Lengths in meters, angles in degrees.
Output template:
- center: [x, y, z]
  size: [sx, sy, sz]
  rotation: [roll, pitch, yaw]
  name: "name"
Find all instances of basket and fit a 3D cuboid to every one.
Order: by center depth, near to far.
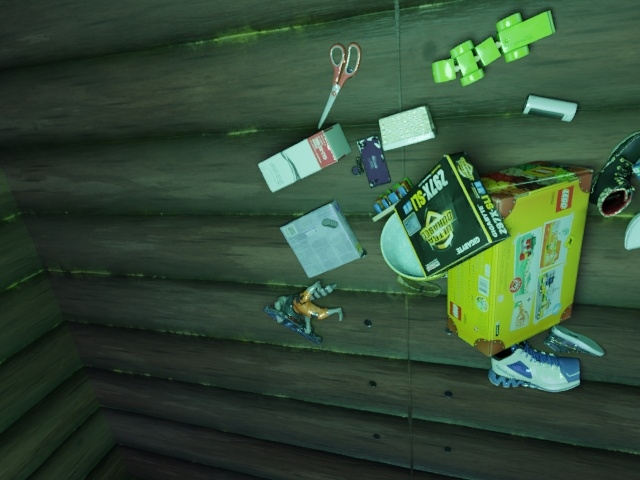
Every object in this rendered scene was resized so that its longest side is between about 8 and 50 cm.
- center: [0.283, -0.369, 1.336]
  size: [0.167, 0.113, 0.103]
  rotation: [-10, 106, 23]
  name: "basket"

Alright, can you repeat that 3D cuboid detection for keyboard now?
- center: [0.178, -0.277, 1.466]
  size: [0.108, 0.023, 0.180]
  rotation: [-14, 108, 18]
  name: "keyboard"

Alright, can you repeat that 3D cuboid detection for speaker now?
- center: [0.678, -0.393, 1.216]
  size: [0.136, 0.055, 0.055]
  rotation: [16, 118, 12]
  name: "speaker"

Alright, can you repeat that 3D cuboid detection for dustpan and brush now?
- center: [1.003, -0.066, 1.247]
  size: [0.147, 0.060, 0.211]
  rotation: [-16, 108, 25]
  name: "dustpan and brush"

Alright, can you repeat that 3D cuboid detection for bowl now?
- center: [0.370, 0.022, 1.439]
  size: [0.289, 0.290, 0.156]
  rotation: [-9, 153, 23]
  name: "bowl"

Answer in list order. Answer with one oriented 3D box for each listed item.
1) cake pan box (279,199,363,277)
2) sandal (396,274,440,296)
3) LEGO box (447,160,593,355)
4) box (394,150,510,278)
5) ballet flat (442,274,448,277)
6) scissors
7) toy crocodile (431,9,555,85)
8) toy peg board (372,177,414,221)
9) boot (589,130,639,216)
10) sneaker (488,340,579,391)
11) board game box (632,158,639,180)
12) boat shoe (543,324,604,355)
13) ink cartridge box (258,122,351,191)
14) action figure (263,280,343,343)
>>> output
- center: [0.000, 0.000, 1.631]
  size: [0.266, 0.070, 0.246]
  rotation: [-25, 101, 27]
  name: "cake pan box"
- center: [0.378, 0.169, 1.590]
  size: [0.180, 0.049, 0.072]
  rotation: [16, 125, -5]
  name: "sandal"
- center: [0.595, 0.047, 1.259]
  size: [0.372, 0.193, 0.500]
  rotation: [-16, 114, -22]
  name: "LEGO box"
- center: [0.352, -0.059, 1.167]
  size: [0.322, 0.079, 0.257]
  rotation: [127, 126, -64]
  name: "box"
- center: [0.451, 0.117, 1.526]
  size: [0.188, 0.070, 0.070]
  rotation: [-10, 110, 23]
  name: "ballet flat"
- center: [0.062, -0.515, 1.396]
  size: [0.109, 0.021, 0.297]
  rotation: [16, 116, 10]
  name: "scissors"
- center: [0.492, -0.551, 1.191]
  size: [0.340, 0.105, 0.115]
  rotation: [-23, 104, 22]
  name: "toy crocodile"
- center: [0.256, -0.149, 1.427]
  size: [0.161, 0.160, 0.079]
  rotation: [-35, 83, 29]
  name: "toy peg board"
- center: [0.867, -0.185, 1.172]
  size: [0.085, 0.178, 0.236]
  rotation: [30, 121, 5]
  name: "boot"
- center: [0.782, 0.448, 1.525]
  size: [0.315, 0.127, 0.182]
  rotation: [-8, 113, 24]
  name: "sneaker"
- center: [0.961, -0.209, 1.135]
  size: [0.136, 0.201, 0.035]
  rotation: [52, 163, -8]
  name: "board game box"
- center: [0.915, 0.381, 1.488]
  size: [0.183, 0.065, 0.083]
  rotation: [27, 121, 14]
  name: "boat shoe"
- center: [-0.053, -0.290, 1.439]
  size: [0.272, 0.197, 0.114]
  rotation: [-22, 103, 26]
  name: "ink cartridge box"
- center: [-0.059, 0.305, 1.775]
  size: [0.330, 0.179, 0.341]
  rotation: [-17, 134, 32]
  name: "action figure"
